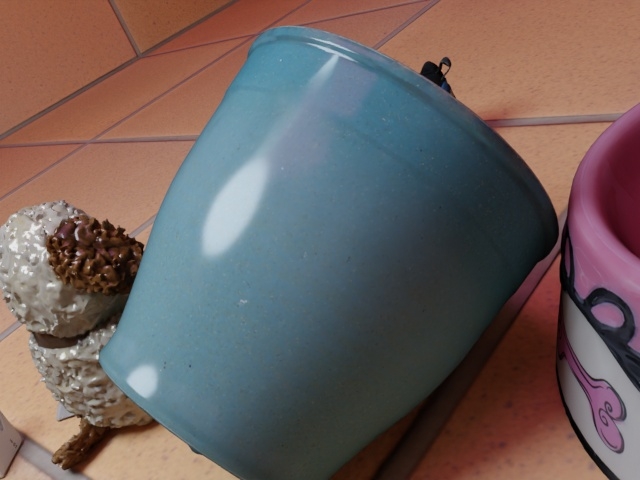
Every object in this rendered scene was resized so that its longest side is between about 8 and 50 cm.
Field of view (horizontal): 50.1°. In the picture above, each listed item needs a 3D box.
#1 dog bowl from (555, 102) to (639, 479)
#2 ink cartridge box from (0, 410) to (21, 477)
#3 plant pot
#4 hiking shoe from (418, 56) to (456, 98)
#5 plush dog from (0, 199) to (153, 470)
[{"bbox_3d":[0.335,0.003,0.403,0.408,0.150,0.408,-19,27,10],"label":"dog bowl"},{"bbox_3d":[-0.378,0.201,0.677,0.122,0.089,0.052,-19,28,9],"label":"ink cartridge box"},{"bbox_3d":[-0.012,0.035,0.506,0.255,0.271,0.271,-55,35,-10],"label":"plant pot"},{"bbox_3d":[0.044,-0.153,0.920,0.304,0.132,0.113,-12,30,23],"label":"hiking shoe"},{"bbox_3d":[-0.219,0.066,0.643,0.262,0.225,0.210,6,40,44],"label":"plush dog"}]
